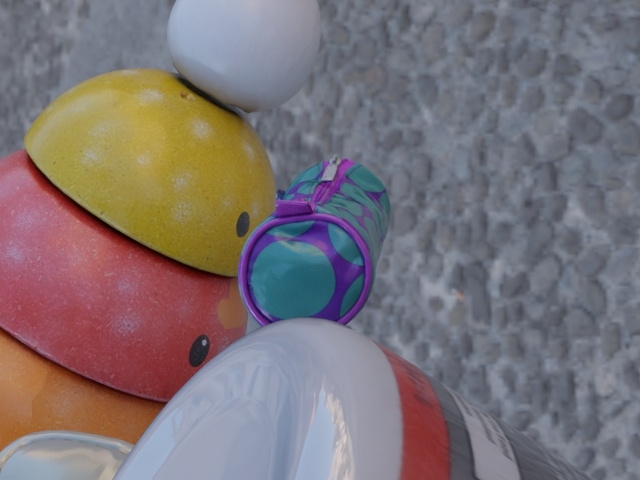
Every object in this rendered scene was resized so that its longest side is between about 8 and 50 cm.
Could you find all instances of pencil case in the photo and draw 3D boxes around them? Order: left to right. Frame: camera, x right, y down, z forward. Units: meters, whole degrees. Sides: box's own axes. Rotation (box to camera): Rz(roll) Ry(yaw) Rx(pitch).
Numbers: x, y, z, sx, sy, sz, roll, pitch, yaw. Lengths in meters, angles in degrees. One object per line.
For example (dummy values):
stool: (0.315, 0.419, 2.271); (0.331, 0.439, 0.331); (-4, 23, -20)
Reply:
pencil case: (0.000, 0.000, 0.637); (0.152, 0.064, 0.070); (-66, -26, -76)

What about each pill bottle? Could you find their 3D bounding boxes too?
pill bottle: (0.086, 0.201, 0.480); (0.210, 0.363, 0.210); (-48, 22, 26)

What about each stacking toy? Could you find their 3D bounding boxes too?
stacking toy: (-0.151, -0.013, 0.991); (0.480, 0.350, 0.350); (-58, 41, 14)

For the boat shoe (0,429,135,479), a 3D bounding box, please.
boat shoe: (-0.075, 0.182, 0.725); (0.095, 0.254, 0.079); (-66, -20, -47)
